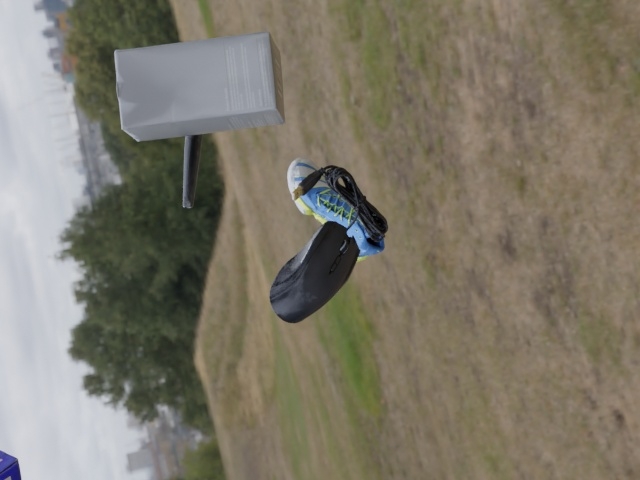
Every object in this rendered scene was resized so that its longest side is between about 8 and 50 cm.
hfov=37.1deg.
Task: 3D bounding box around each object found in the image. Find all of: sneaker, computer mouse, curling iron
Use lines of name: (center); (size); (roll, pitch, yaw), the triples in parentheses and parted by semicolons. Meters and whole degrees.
sneaker: (0.043, -0.061, 1.748); (0.126, 0.091, 0.240); (-4, 133, 44)
computer mouse: (0.000, 0.000, 1.555); (0.184, 0.262, 0.060); (55, 156, -23)
curling iron: (-0.211, -0.191, 1.643); (0.068, 0.035, 0.274); (4, 81, 50)

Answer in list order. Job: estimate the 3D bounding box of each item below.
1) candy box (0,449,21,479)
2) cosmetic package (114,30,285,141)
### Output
candy box: (-0.423, 0.338, 0.991); (0.268, 0.122, 0.317); (13, 118, 30)
cosmetic package: (-0.179, -0.228, 1.431); (0.107, 0.238, 0.127); (41, -136, -81)
